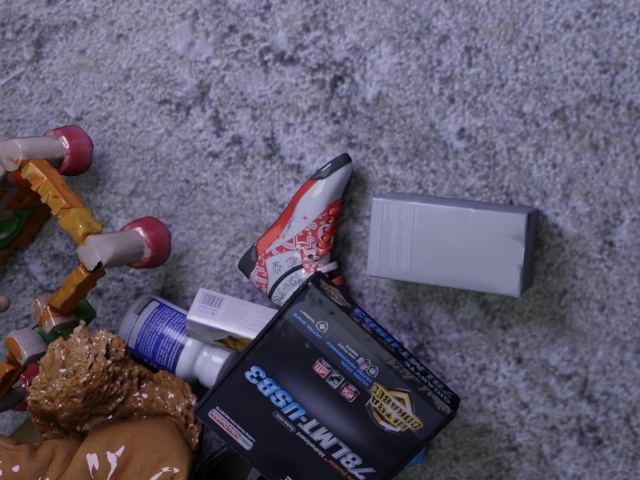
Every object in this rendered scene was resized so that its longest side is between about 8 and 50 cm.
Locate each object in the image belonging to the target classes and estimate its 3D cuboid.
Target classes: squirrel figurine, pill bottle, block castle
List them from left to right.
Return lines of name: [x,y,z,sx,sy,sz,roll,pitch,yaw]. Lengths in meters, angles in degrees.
block castle: [-0.478,0.054,1.799,0.303,0.213,0.453,48,115,14]
squirrel figurine: [-0.379,0.337,1.652,0.370,0.397,0.281,11,146,-1]
pill bottle: [-0.230,0.173,1.784,0.186,0.112,0.112,26,106,17]

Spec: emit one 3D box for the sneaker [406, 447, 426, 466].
sneaker: [0.062,0.299,1.698,0.240,0.091,0.126,9,102,20]

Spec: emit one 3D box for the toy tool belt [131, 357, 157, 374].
toy tool belt: [-0.301,0.225,1.861,0.083,0.052,0.051,57,144,9]

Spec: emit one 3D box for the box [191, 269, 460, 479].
box: [0.006,0.248,1.622,0.295,0.073,0.293,42,109,2]

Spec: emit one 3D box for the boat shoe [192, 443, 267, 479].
boat shoe: [-0.138,0.385,1.788,0.112,0.095,0.335,46,111,10]

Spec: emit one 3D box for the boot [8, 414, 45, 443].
boot: [-0.503,0.426,1.937,0.269,0.089,0.236,-33,78,22]

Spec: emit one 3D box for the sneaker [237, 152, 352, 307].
sneaker: [0.000,0.000,1.680,0.145,0.090,0.270,46,115,9]

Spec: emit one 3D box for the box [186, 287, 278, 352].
box: [-0.051,0.157,1.695,0.324,0.067,0.063,15,148,8]

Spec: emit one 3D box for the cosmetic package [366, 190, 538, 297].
cosmetic package: [0.195,0.002,1.596,0.238,0.107,0.127,9,101,18]
